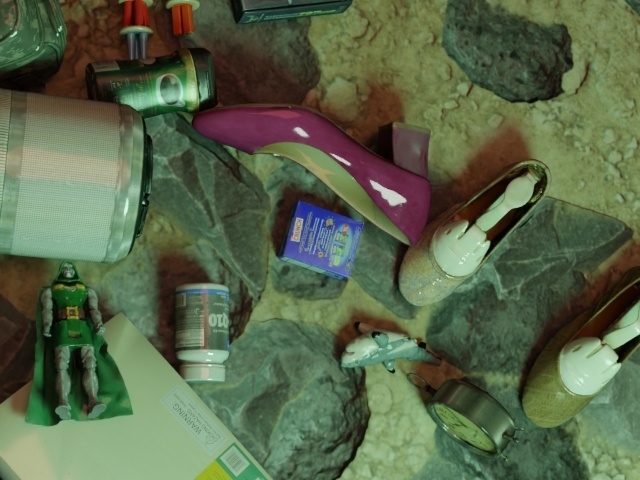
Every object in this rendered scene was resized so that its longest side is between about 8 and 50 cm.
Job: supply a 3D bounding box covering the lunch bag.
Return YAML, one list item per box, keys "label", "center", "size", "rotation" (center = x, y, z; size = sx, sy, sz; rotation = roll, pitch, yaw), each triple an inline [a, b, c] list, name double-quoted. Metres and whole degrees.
- label: "lunch bag"
  center: [-0.473, -0.357, 1.594]
  size: [0.213, 0.256, 0.305]
  rotation: [-19, 86, 6]

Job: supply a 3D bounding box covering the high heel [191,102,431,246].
- label: "high heel"
  center: [-0.009, -0.099, 1.754]
  size: [0.377, 0.127, 0.181]
  rotation: [6, 84, -12]

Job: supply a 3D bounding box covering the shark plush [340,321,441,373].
- label: "shark plush"
  center: [0.106, 0.169, 1.783]
  size: [0.161, 0.073, 0.067]
  rotation: [11, 95, -36]

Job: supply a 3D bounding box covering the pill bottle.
- label: "pill bottle"
  center: [-0.168, 0.132, 1.674]
  size: [0.078, 0.078, 0.137]
  rotation: [2, 79, -17]

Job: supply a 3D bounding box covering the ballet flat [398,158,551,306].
- label: "ballet flat"
  center: [0.242, -0.024, 1.821]
  size: [0.107, 0.106, 0.316]
  rotation: [46, 70, -4]

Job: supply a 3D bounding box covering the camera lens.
- label: "camera lens"
  center: [-0.372, -0.086, 1.580]
  size: [0.274, 0.219, 0.219]
  rotation: [6, 77, -16]

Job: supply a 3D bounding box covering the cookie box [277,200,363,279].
- label: "cookie box"
  center: [0.000, 0.000, 1.774]
  size: [0.107, 0.040, 0.091]
  rotation: [20, 74, -13]

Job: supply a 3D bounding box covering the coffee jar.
- label: "coffee jar"
  center: [-0.242, -0.223, 1.712]
  size: [0.184, 0.079, 0.096]
  rotation: [-11, 114, -16]

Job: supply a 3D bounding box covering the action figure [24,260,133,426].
- label: "action figure"
  center: [-0.328, 0.127, 1.558]
  size: [0.137, 0.063, 0.232]
  rotation: [1, 54, -22]

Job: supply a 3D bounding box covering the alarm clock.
- label: "alarm clock"
  center: [0.209, 0.250, 1.747]
  size: [0.192, 0.129, 0.064]
  rotation: [32, 69, 13]

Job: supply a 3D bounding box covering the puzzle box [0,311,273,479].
- label: "puzzle box"
  center: [-0.231, 0.324, 1.565]
  size: [0.409, 0.052, 0.272]
  rotation: [48, 50, 3]

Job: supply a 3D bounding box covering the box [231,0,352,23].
- label: "box"
  center: [-0.063, -0.462, 1.841]
  size: [0.183, 0.059, 0.232]
  rotation: [-9, 82, -18]

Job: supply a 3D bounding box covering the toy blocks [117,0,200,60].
- label: "toy blocks"
  center: [-0.240, -0.334, 1.762]
  size: [0.123, 0.054, 0.148]
  rotation: [0, 80, -19]

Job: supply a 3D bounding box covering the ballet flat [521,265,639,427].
- label: "ballet flat"
  center: [0.451, 0.156, 1.839]
  size: [0.342, 0.124, 0.116]
  rotation: [-39, 92, -20]
